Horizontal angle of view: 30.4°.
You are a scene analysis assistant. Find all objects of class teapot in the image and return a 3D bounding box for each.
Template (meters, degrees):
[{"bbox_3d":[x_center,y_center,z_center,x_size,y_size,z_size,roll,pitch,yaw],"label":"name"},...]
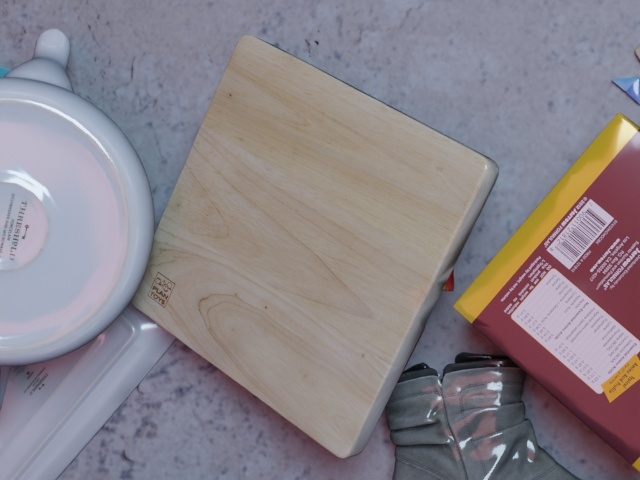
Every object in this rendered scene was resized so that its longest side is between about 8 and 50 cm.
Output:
[{"bbox_3d":[-0.260,-0.014,1.006,0.256,0.187,0.253,-36,99,-4],"label":"teapot"}]

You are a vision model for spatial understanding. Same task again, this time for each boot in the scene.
[{"bbox_3d":[0.165,0.170,0.956,0.246,0.083,0.161,-4,85,16],"label":"boot"}]

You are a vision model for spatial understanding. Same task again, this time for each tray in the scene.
[{"bbox_3d":[-0.263,0.130,1.114,0.145,0.030,0.270,44,104,13],"label":"tray"}]

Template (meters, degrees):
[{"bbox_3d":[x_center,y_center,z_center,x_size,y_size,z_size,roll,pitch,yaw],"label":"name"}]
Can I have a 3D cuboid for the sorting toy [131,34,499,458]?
[{"bbox_3d":[0.000,0.000,0.972,0.257,0.089,0.256,32,104,30],"label":"sorting toy"}]

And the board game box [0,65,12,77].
[{"bbox_3d":[-0.444,-0.020,1.125,0.253,0.079,0.336,10,90,17],"label":"board game box"}]

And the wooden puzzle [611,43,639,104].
[{"bbox_3d":[0.297,-0.143,0.933,0.116,0.014,0.078,-41,80,15],"label":"wooden puzzle"}]

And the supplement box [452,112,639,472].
[{"bbox_3d":[0.245,0.039,0.896,0.194,0.129,0.191,42,103,12],"label":"supplement box"}]
